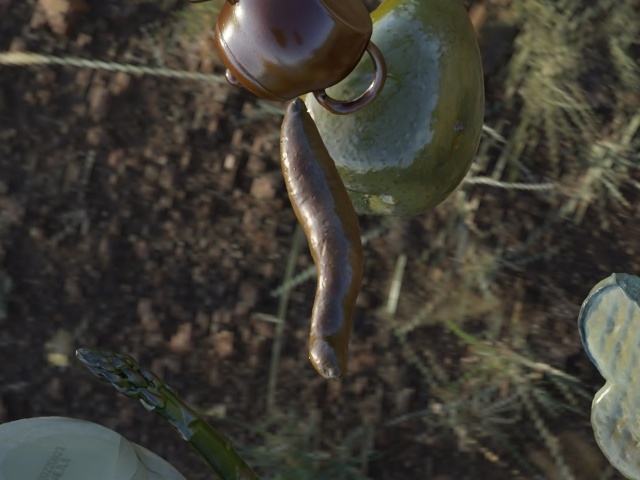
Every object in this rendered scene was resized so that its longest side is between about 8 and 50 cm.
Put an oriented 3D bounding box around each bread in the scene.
[{"bbox_3d":[0.350,0.138,1.757,0.172,0.064,0.232,0,110,35],"label":"bread"}]

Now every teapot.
[{"bbox_3d":[-0.025,-0.147,1.269,0.116,0.173,0.116,-36,34,29],"label":"teapot"}]

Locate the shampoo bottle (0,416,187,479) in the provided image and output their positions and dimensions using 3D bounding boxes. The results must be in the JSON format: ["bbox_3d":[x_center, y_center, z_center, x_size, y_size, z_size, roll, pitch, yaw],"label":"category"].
[{"bbox_3d":[-0.253,0.345,1.638,0.322,0.322,0.317,29,114,29],"label":"shampoo bottle"}]

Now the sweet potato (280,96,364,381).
[{"bbox_3d":[0.004,-0.002,1.020,0.044,0.044,0.179,-20,68,26],"label":"sweet potato"}]

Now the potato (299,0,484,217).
[{"bbox_3d":[0.066,-0.120,1.445,0.157,0.157,0.194,14,76,30],"label":"potato"}]

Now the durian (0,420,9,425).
[{"bbox_3d":[-0.376,0.253,1.899,0.138,0.193,0.237,-46,69,14],"label":"durian"}]

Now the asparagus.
[{"bbox_3d":[-0.090,0.141,1.242,0.034,0.236,0.027,-31,36,15],"label":"asparagus"}]
